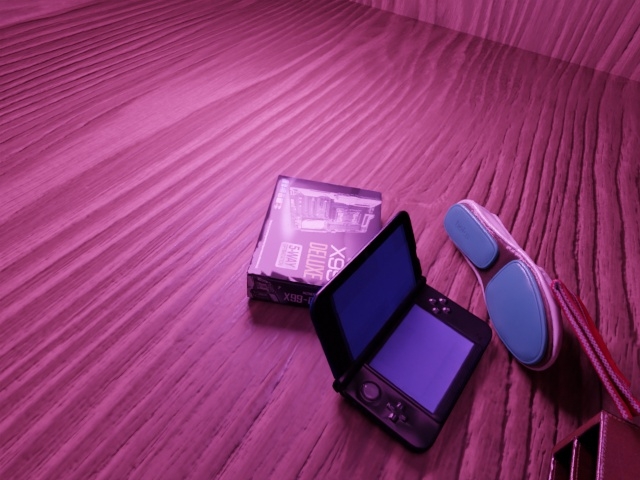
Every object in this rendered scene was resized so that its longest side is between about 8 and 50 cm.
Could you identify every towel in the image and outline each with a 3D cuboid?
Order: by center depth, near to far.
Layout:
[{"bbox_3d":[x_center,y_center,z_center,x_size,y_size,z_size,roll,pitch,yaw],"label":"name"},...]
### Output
[{"bbox_3d":[0.429,0.158,0.684,0.275,0.031,0.199,17,48,-57],"label":"towel"}]

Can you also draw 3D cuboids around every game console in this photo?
[{"bbox_3d":[0.151,0.133,0.717,0.250,0.173,0.293,34,51,19],"label":"game console"}]

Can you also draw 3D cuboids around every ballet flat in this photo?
[{"bbox_3d":[0.382,0.066,0.869,0.139,0.139,0.400,-4,45,-12],"label":"ballet flat"}]

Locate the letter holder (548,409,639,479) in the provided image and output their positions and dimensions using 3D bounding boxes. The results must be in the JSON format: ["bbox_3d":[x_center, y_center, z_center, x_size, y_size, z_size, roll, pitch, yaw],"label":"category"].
[{"bbox_3d":[0.450,0.395,0.522,0.301,0.152,0.214,23,49,16],"label":"letter holder"}]

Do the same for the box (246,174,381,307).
[{"bbox_3d":[0.000,0.000,0.907,0.242,0.077,0.308,10,45,1],"label":"box"}]
